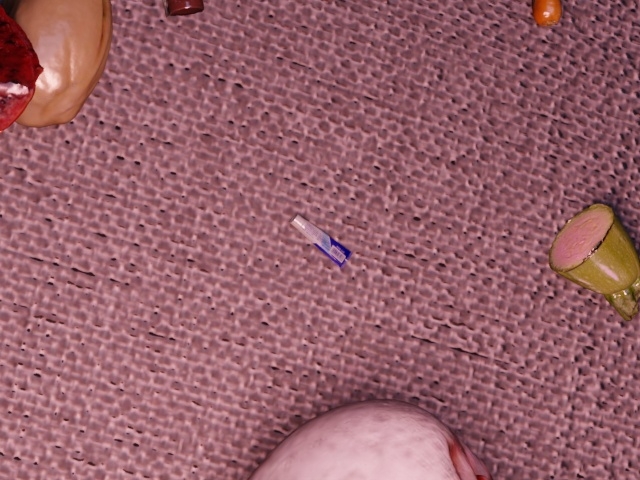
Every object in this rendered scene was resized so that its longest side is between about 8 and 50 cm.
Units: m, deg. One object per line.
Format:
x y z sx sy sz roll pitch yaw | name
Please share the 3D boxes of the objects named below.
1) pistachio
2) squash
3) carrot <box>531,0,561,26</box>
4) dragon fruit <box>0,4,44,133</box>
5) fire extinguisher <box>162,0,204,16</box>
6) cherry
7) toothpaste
-0.297 -0.232 1.936 0.135 0.136 0.226 11 72 -14 | pistachio
0.355 0.035 2.103 0.132 0.105 0.105 41 71 -19 | squash
0.276 -0.358 2.172 0.037 0.037 0.190 0 79 -17 | carrot
-0.457 -0.186 1.862 0.316 0.152 0.205 10 38 -10 | dragon fruit
-0.168 -0.340 2.033 0.064 0.043 0.158 -13 81 24 | fire extinguisher
0.049 0.320 1.825 0.335 0.326 0.291 -22 78 -19 | cherry
0.000 0.000 2.036 0.083 0.015 0.024 37 71 -13 | toothpaste
